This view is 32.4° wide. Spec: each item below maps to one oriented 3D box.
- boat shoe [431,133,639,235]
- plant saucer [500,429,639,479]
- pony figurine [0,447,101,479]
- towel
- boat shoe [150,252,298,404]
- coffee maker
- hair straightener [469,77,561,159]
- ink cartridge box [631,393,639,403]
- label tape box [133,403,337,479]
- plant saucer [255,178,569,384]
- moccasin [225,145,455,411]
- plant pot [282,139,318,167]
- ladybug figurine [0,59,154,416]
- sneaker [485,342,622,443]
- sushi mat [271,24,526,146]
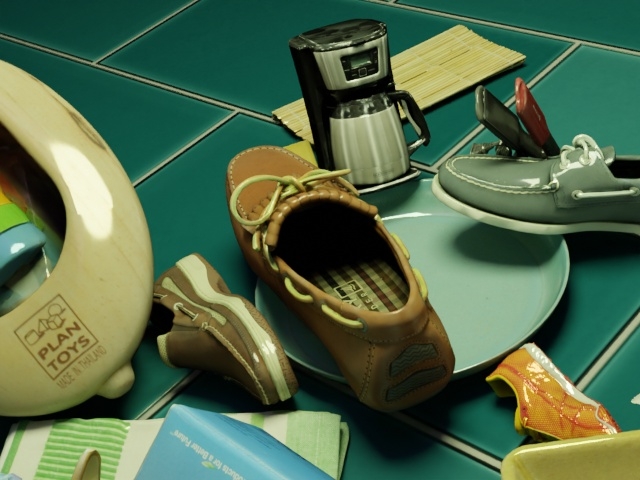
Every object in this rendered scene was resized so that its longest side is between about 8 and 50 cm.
[{"bbox_3d":[0.274,-0.067,1.111,0.320,0.099,0.116,7,31,4],"label":"boat shoe"},{"bbox_3d":[0.309,0.264,0.731,0.333,0.081,0.333,-9,36,6],"label":"plant saucer"},{"bbox_3d":[-0.233,0.296,0.632,0.351,0.363,0.303,-3,-4,31],"label":"pony figurine"},{"bbox_3d":[-0.144,0.246,0.940,0.325,0.038,0.248,-4,39,10],"label":"towel"},{"bbox_3d":[-0.109,0.101,1.079,0.095,0.095,0.257,-29,28,-14],"label":"boat shoe"},{"bbox_3d":[0.026,-0.154,1.250,0.120,0.178,0.171,-25,22,-34],"label":"coffee maker"},{"bbox_3d":[0.204,-0.110,1.171,0.089,0.230,0.047,-7,75,25],"label":"hair straightener"},{"bbox_3d":[0.397,0.100,0.877,0.232,0.066,0.189,-35,16,-23],"label":"ink cartridge box"},{"bbox_3d":[-0.066,0.319,0.719,0.249,0.115,0.347,25,89,40],"label":"label tape box"},{"bbox_3d":[0.092,0.044,1.123,0.318,0.043,0.317,-9,37,7],"label":"plant saucer"},{"bbox_3d":[-0.003,0.001,1.050,0.139,0.147,0.380,-19,37,-8],"label":"moccasin"},{"bbox_3d":[-0.033,-0.050,1.259,0.081,0.081,0.083,-19,47,-8],"label":"plant pot"},{"bbox_3d":[-0.336,-0.002,1.128,0.305,0.162,0.449,-40,72,-5],"label":"ladybug figurine"},{"bbox_3d":[0.208,0.157,0.936,0.067,0.064,0.175,-42,36,-4],"label":"sneaker"},{"bbox_3d":[0.102,-0.203,1.465,0.317,0.019,0.151,-27,40,-17],"label":"sushi mat"}]
